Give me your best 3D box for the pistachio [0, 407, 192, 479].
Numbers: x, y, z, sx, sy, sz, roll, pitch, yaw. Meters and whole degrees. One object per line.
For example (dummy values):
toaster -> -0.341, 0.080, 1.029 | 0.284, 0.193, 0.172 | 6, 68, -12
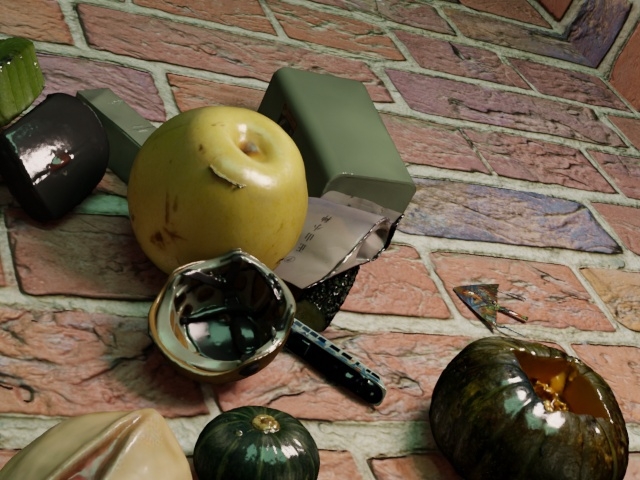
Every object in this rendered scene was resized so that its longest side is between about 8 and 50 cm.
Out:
pistachio -> -0.261, 0.310, 1.188 | 0.229, 0.230, 0.309 | 31, 40, 10

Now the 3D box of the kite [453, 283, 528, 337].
kite -> 0.327, 0.123, 2.119 | 0.160, 0.010, 0.183 | 22, 27, 0

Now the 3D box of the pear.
pear -> -0.161, -0.076, 1.775 | 0.309, 0.309, 0.309 | 19, 31, -12

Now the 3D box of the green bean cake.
green bean cake -> -0.585, -0.252, 1.839 | 0.214, 0.113, 0.200 | -9, 27, 13

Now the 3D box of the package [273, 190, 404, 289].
package -> 0.000, 0.000, 1.932 | 0.251, 0.062, 0.203 | -35, 37, -29

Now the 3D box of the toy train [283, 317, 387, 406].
toy train -> 0.018, 0.192, 1.751 | 0.207, 0.043, 0.047 | 33, 27, 12

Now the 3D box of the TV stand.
TV stand -> -0.341, -0.169, 1.996 | 0.269, 0.088, 0.082 | 40, 33, 22

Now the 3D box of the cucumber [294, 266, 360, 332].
cucumber -> 0.023, 0.066, 1.918 | 0.072, 0.072, 0.300 | 28, 31, 4

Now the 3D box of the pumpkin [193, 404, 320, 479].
pumpkin -> -0.085, 0.287, 1.449 | 0.167, 0.125, 0.167 | 13, 33, -9

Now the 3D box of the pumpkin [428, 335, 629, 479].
pumpkin -> 0.325, 0.284, 1.691 | 0.320, 0.192, 0.320 | 19, 34, -13

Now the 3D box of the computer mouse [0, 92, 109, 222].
computer mouse -> -0.427, -0.153, 1.830 | 0.170, 0.100, 0.269 | 59, 27, -19

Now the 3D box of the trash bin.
trash bin -> 0.031, -0.185, 2.227 | 0.222, 0.158, 0.343 | 6, 36, -29

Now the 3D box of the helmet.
helmet -> -0.145, 0.131, 1.635 | 0.224, 0.130, 0.198 | -33, 63, -24
